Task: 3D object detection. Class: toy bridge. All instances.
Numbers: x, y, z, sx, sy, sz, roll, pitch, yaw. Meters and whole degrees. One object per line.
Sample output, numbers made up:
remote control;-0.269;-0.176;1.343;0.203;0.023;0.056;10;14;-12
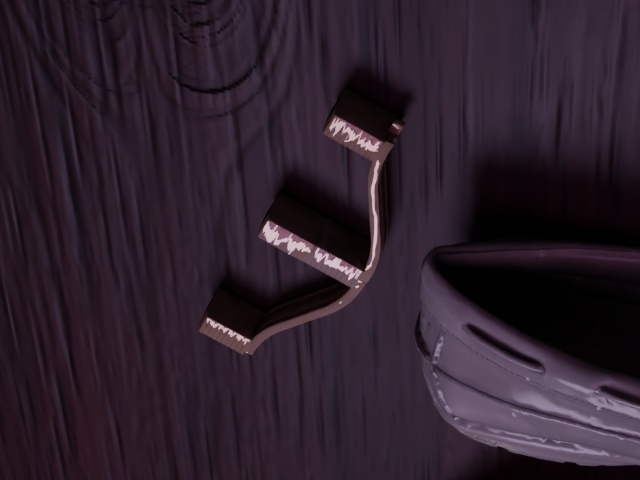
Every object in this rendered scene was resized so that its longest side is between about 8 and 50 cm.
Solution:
toy bridge;0.000;0.000;0.966;0.063;0.026;0.188;29;133;-6

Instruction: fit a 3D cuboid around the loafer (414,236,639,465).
loafer;0.195;0.056;0.874;0.319;0.112;0.111;3;137;21
